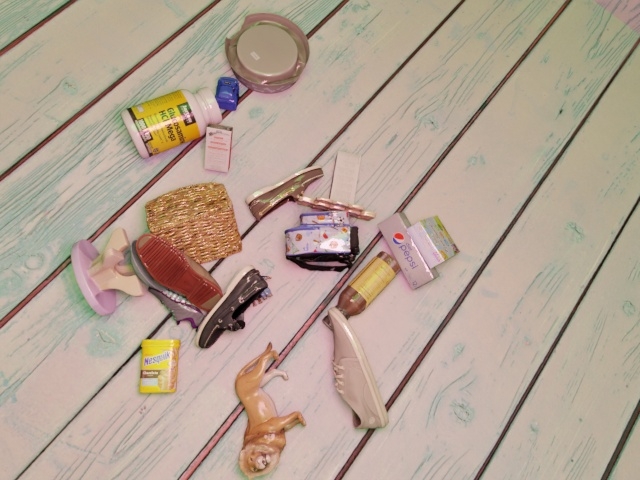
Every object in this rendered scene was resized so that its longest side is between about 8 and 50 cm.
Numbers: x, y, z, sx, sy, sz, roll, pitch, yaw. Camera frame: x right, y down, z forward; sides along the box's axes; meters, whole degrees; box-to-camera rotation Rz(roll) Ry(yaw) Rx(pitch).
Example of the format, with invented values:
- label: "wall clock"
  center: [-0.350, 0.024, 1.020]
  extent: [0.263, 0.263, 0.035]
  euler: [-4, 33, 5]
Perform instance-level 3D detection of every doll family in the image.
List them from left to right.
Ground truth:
- label: "doll family"
  center: [-0.263, 0.183, 1.695]
  extent: [0.193, 0.076, 0.111]
  euler: [-24, 74, -20]

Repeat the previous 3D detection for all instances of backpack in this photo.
- label: "backpack"
  center: [-0.369, -0.596, 1.890]
  extent: [0.098, 0.101, 0.120]
  euler: [10, 69, -13]
- label: "backpack"
  center: [0.000, 0.000, 1.696]
  extent: [0.263, 0.276, 0.213]
  euler: [-8, 78, -3]

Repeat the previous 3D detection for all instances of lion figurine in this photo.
- label: "lion figurine"
  center: [-0.200, 0.557, 1.576]
  extent: [0.240, 0.142, 0.392]
  euler: [-21, 64, -7]

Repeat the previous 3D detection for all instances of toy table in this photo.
- label: "toy table"
  center: [-0.697, 0.094, 1.572]
  extent: [0.161, 0.252, 0.274]
  euler: [-25, 84, 0]

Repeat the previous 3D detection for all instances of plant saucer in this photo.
- label: "plant saucer"
  center: [-0.585, 0.090, 1.581]
  extent: [0.037, 0.195, 0.195]
  euler: [-30, 80, 2]

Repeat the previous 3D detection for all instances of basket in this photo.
- label: "basket"
  center: [-0.461, -0.057, 1.720]
  extent: [0.299, 0.223, 0.213]
  euler: [-18, 45, -13]

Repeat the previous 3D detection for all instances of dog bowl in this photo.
- label: "dog bowl"
  center: [-0.222, -0.768, 1.962]
  extent: [0.349, 0.102, 0.349]
  euler: [2, 73, -8]

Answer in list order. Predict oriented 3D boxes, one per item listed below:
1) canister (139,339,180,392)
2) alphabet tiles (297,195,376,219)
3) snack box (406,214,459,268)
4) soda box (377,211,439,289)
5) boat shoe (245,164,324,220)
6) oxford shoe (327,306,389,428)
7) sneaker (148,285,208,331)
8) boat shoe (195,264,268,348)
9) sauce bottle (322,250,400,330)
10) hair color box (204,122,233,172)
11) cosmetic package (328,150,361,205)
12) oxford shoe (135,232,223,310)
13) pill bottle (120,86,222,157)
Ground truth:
- label: "canister"
  center: [-0.537, 0.419, 1.578]
  extent: [0.126, 0.073, 0.170]
  euler: [1, 75, -8]
- label: "alphabet tiles"
  center: [0.055, -0.115, 1.726]
  extent: [0.284, 0.278, 0.021]
  euler: [13, 86, -6]
- label: "snack box"
  center: [0.432, 0.002, 1.797]
  extent: [0.207, 0.070, 0.174]
  euler: [-17, 74, -56]
- label: "soda box"
  center: [0.336, 0.036, 1.802]
  extent: [0.098, 0.091, 0.286]
  euler: [-33, 78, 25]
- label: "boat shoe"
  center: [-0.123, -0.184, 1.803]
  extent: [0.324, 0.116, 0.097]
  euler: [-27, 84, -12]
- label: "oxford shoe"
  center: [0.101, 0.444, 1.598]
  extent: [0.130, 0.169, 0.449]
  euler: [-21, 96, -7]
- label: "sneaker"
  center: [-0.507, 0.233, 1.635]
  extent: [0.223, 0.083, 0.098]
  euler: [25, 79, -1]
- label: "boat shoe"
  center: [-0.291, 0.248, 1.590]
  extent: [0.113, 0.127, 0.340]
  euler: [37, 94, 13]
- label: "sauce bottle"
  center: [0.145, 0.192, 1.734]
  extent: [0.111, 0.111, 0.344]
  euler: [45, 79, 5]
- label: "hair color box"
  center: [-0.385, -0.349, 1.785]
  extent: [0.093, 0.167, 0.053]
  euler: [9, 32, -7]
- label: "cosmetic package"
  center: [0.094, -0.231, 1.876]
  extent: [0.099, 0.060, 0.239]
  euler: [12, 73, -4]
- label: "oxford shoe"
  center: [-0.478, 0.101, 1.607]
  extent: [0.123, 0.130, 0.348]
  euler: [-41, 110, 2]
- label: "pill bottle"
  center: [-0.551, -0.452, 1.770]
  extent: [0.334, 0.188, 0.188]
  euler: [-27, 80, -15]
